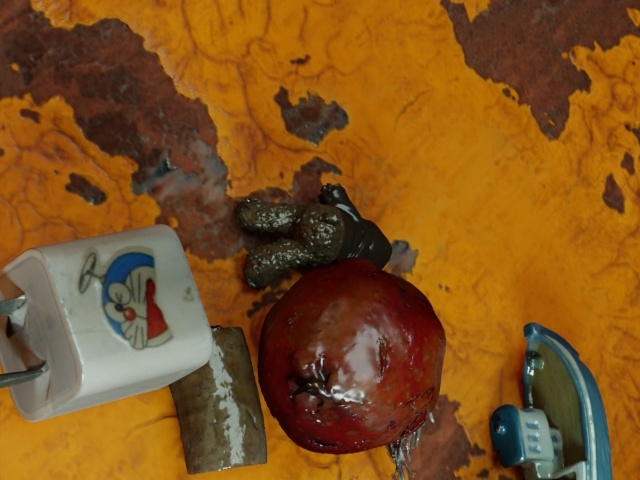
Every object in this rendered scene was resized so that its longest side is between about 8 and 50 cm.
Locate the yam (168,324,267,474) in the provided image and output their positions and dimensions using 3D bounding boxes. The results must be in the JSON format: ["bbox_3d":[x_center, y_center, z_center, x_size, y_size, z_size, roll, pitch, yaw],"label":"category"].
[{"bbox_3d":[-0.092,0.140,1.461,0.084,0.084,0.127,-3,76,-37],"label":"yam"}]

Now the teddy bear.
[{"bbox_3d":[0.003,-0.004,1.594,0.160,0.078,0.119,5,64,-34],"label":"teddy bear"}]

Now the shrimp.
[{"bbox_3d":[0.074,0.156,1.590,0.065,0.056,0.165,11,66,-40],"label":"shrimp"}]

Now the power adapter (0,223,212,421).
[{"bbox_3d":[-0.212,0.074,1.367,0.204,0.125,0.130,-13,79,-40],"label":"power adapter"}]

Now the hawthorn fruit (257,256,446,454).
[{"bbox_3d":[0.021,0.113,1.459,0.181,0.181,0.235,57,17,-2],"label":"hawthorn fruit"}]

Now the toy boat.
[{"bbox_3d":[0.226,0.186,1.668,0.102,0.088,0.215,8,67,-30],"label":"toy boat"}]
